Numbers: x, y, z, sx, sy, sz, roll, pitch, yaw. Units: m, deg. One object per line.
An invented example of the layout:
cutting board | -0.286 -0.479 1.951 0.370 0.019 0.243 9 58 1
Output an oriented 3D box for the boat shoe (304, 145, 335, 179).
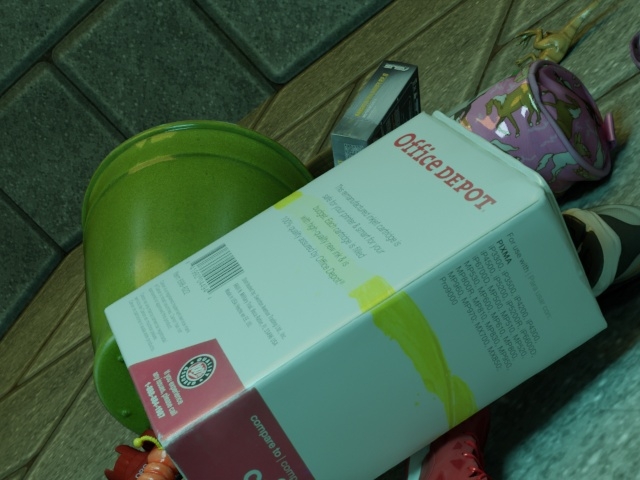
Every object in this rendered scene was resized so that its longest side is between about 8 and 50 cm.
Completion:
boat shoe | -0.047 -0.026 2.123 0.342 0.123 0.123 -53 17 -9

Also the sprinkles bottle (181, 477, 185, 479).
sprinkles bottle | -0.157 0.365 1.319 0.121 0.121 0.355 -26 22 49

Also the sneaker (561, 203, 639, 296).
sneaker | 0.253 0.016 1.295 0.108 0.100 0.271 -13 0 -16

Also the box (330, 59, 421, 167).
box | 0.086 -0.104 1.804 0.056 0.231 0.183 12 45 23

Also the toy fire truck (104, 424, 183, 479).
toy fire truck | -0.174 0.245 1.595 0.246 0.158 0.217 11 53 42

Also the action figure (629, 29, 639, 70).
action figure | 0.420 -0.137 1.200 0.370 0.248 0.276 159 113 -84

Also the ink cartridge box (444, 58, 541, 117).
ink cartridge box | 0.222 -0.134 1.760 0.208 0.087 0.153 -28 21 46

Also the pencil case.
pencil case | 0.165 -0.062 1.566 0.386 0.160 0.167 -34 -5 33

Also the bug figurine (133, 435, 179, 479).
bug figurine | -0.088 0.274 1.243 0.279 0.072 0.216 -2 41 20

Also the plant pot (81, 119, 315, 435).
plant pot | -0.170 0.083 1.788 0.366 0.366 0.353 -37 28 24

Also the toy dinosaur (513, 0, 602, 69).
toy dinosaur | 0.357 -0.298 1.951 0.211 0.064 0.112 -52 33 3

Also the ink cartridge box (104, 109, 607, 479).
ink cartridge box | 0.023 0.071 1.197 0.384 0.160 0.279 -33 27 -4

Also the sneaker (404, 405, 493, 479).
sneaker | 0.135 0.212 1.106 0.128 0.087 0.221 -11 34 36
